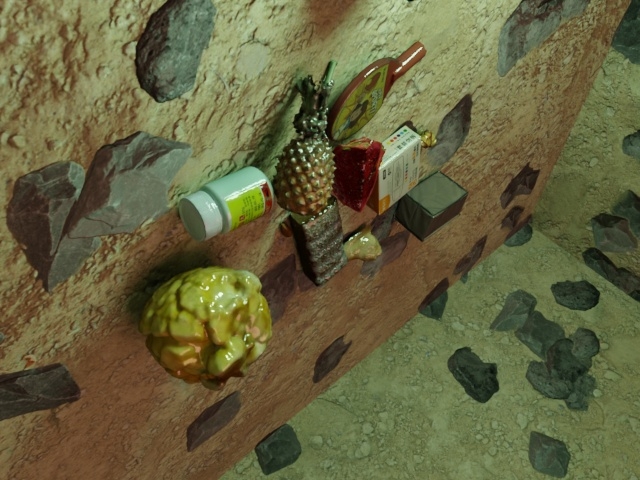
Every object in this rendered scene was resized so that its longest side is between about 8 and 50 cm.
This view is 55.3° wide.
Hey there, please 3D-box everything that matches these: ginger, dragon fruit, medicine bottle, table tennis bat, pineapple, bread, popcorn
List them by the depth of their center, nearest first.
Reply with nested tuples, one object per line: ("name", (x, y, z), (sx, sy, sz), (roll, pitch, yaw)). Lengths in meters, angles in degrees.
("medicine bottle", (-0.242, -0.096, 1.594), (0.225, 0.139, 0.139), (-29, 147, -34))
("pineapple", (-0.026, -0.249, 1.608), (0.175, 0.175, 0.361), (-12, 123, -50))
("popcorn", (-0.322, 0.231, 1.726), (0.344, 0.354, 0.390), (-63, -159, -16))
("table tennis bat", (0.161, -0.450, 1.812), (0.414, 0.051, 0.268), (-43, 164, -16))
("dragon fruit", (0.121, -0.249, 1.953), (0.211, 0.134, 0.262), (-45, 151, -40))
("bread", (0.000, 0.000, 2.120), (0.165, 0.113, 0.417), (-42, 152, -17))
("ginger", (0.152, 0.048, 2.418), (0.193, 0.123, 0.115), (-37, 172, -10))

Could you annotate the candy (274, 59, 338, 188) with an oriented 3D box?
("candy", (-0.030, -0.290, 1.724), (0.119, 0.119, 0.440), (-13, 130, -49))

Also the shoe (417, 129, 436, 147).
("shoe", (0.393, -0.375, 2.254), (0.069, 0.072, 0.109), (-53, 154, 20))

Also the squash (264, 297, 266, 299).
("squash", (-0.252, 0.259, 2.126), (0.200, 0.075, 0.090), (-28, 121, -38))

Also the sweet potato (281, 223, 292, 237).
("sweet potato", (-0.112, -0.031, 1.995), (0.034, 0.034, 0.095), (-45, 156, -7))

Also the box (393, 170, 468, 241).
("box", (0.460, -0.149, 2.533), (0.252, 0.188, 0.153), (-29, 148, -30))

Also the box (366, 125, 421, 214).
("box", (0.256, -0.248, 2.196), (0.220, 0.091, 0.274), (-39, 151, -16))
